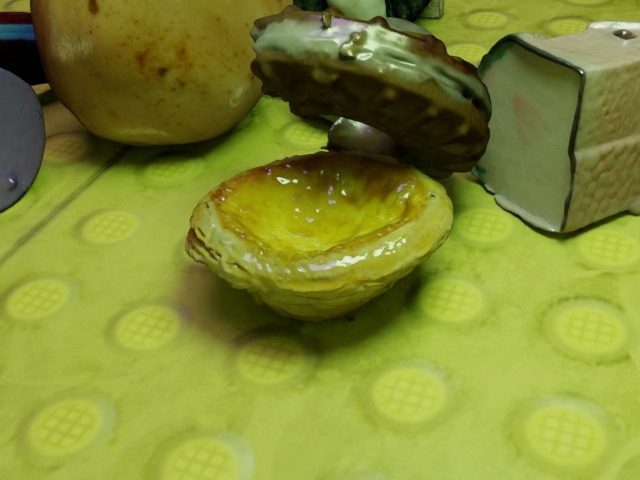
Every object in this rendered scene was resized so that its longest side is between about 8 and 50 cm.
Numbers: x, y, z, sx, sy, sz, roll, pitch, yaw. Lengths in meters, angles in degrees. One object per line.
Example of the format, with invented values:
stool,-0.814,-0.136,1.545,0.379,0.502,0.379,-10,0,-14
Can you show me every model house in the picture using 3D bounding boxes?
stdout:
model house,0.353,-0.169,1.124,0.238,0.236,0.202,-16,31,-23

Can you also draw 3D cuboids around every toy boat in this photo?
toy boat,-0.488,-0.318,1.455,0.079,0.136,0.392,34,26,28

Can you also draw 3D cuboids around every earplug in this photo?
earplug,-0.640,-0.186,1.268,0.456,0.215,0.215,16,41,30

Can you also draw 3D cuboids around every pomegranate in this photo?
pomegranate,-0.233,-0.328,1.297,0.412,0.411,0.411,-3,37,2

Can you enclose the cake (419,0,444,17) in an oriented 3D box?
cake,0.189,-0.478,1.702,0.121,0.052,0.065,9,44,18

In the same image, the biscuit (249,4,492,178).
biscuit,0.081,-0.172,1.071,0.268,0.366,0.115,9,80,22

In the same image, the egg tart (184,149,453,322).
egg tart,0.000,0.000,1.012,0.319,0.128,0.319,-3,32,2

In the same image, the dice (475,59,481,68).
dice,0.291,-0.234,1.325,0.094,0.093,0.091,-26,42,-29

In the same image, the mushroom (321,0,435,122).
mushroom,0.078,-0.301,1.328,0.244,0.243,0.243,-3,37,2

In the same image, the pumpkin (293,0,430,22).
pumpkin,0.072,-0.526,1.570,0.316,0.238,0.315,-1,80,6
